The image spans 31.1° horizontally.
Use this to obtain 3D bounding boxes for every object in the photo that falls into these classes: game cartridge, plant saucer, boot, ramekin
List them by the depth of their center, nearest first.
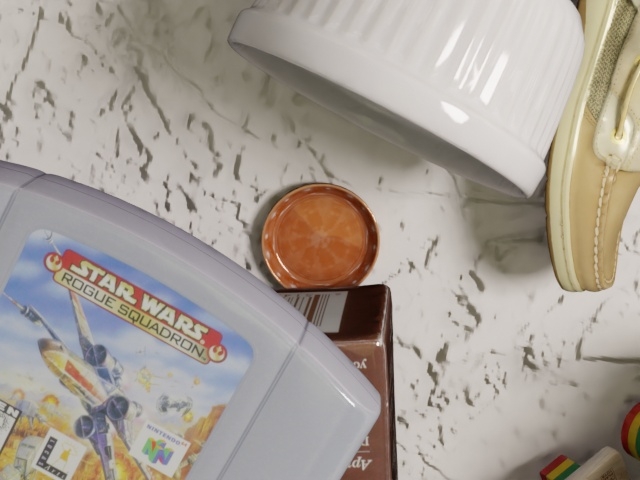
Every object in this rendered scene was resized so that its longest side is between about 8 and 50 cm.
[{"bbox_3d":[-0.127,0.081,0.669,0.297,0.062,0.198,29,110,0],"label":"game cartridge"},{"bbox_3d":[0.059,-0.119,0.694,0.207,0.207,0.109,27,92,-8],"label":"ramekin"},{"bbox_3d":[0.258,-0.079,0.731,0.204,0.095,0.261,11,98,20],"label":"boot"},{"bbox_3d":[0.000,0.000,0.811,0.084,0.013,0.083,-1,103,-3],"label":"plant saucer"}]

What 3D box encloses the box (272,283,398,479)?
[{"bbox_3d":[-0.037,0.227,0.792,0.191,0.143,0.381,-1,102,6],"label":"box"}]

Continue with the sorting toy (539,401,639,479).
[{"bbox_3d":[0.166,0.235,0.833,0.274,0.046,0.132,-35,117,-18],"label":"sorting toy"}]
